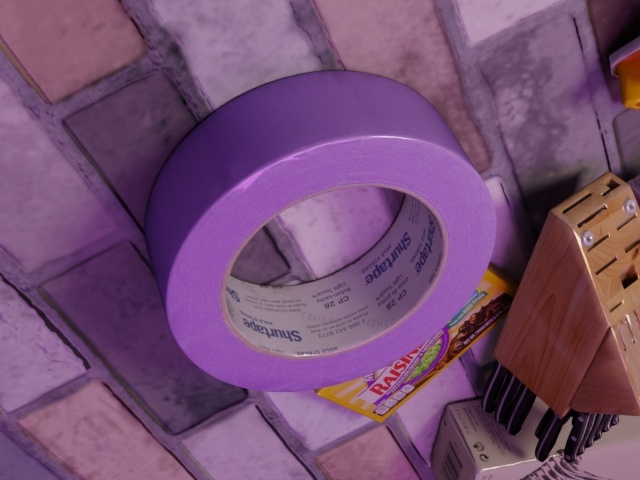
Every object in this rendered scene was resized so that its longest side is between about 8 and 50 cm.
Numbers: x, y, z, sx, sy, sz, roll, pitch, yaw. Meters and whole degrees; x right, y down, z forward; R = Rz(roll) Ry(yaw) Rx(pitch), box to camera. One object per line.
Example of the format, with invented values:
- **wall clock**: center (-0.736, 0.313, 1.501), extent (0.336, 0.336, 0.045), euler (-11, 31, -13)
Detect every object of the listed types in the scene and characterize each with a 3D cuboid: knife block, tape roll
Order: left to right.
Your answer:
- **tape roll**: center (0.000, 0.000, 0.909), extent (0.274, 0.090, 0.275), euler (-12, 134, -13)
- **knife block**: center (0.224, 0.085, 1.081), extent (0.088, 0.242, 0.276), euler (-31, 104, -32)

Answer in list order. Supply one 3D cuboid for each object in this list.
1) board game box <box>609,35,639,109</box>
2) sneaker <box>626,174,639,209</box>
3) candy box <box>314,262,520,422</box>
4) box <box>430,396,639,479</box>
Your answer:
- **board game box**: center (0.497, -0.160, 0.858), extent (0.389, 0.050, 0.390), euler (10, 157, -28)
- **sneaker**: center (0.331, 0.016, 1.075), extent (0.104, 0.095, 0.236), euler (-17, 141, -18)
- **candy box**: center (0.096, 0.095, 1.085), extent (0.206, 0.027, 0.105), euler (-44, 131, 18)
- **box**: center (0.269, 0.228, 1.238), extent (0.275, 0.094, 0.113), euler (-8, 134, -16)
